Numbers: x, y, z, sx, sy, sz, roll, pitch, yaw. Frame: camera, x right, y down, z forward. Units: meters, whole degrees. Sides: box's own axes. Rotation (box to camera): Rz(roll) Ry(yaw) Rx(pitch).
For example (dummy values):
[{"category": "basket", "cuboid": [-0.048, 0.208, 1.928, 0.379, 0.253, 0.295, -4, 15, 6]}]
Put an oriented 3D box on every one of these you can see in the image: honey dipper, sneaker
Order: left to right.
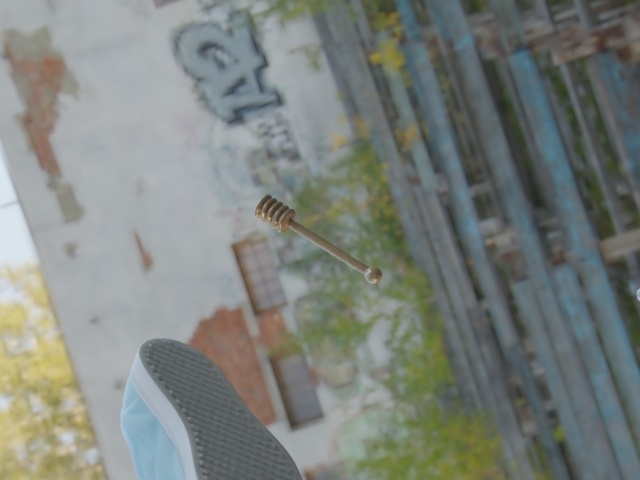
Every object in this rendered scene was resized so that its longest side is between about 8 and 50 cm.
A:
[{"category": "sneaker", "cuboid": [-0.124, 0.273, 1.671, 0.366, 0.135, 0.150, 56, 134, 47]}, {"category": "honey dipper", "cuboid": [0.000, 0.000, 1.615, 0.161, 0.030, 0.030, 31, 173, 20]}]

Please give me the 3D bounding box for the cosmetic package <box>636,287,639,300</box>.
[{"category": "cosmetic package", "cuboid": [0.420, -0.008, 1.145, 0.197, 0.155, 0.365, 43, 154, 8]}]
